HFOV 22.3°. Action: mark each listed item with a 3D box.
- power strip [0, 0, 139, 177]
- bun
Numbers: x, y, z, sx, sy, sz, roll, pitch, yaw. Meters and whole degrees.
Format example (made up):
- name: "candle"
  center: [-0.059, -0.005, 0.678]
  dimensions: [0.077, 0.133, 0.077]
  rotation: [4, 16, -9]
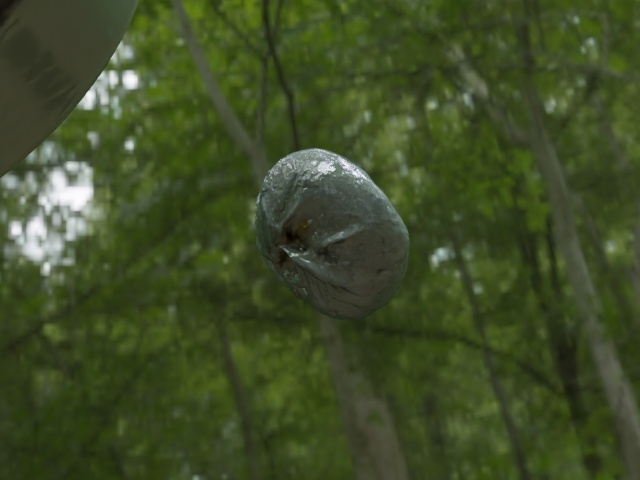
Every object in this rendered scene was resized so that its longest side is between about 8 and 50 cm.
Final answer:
- name: "power strip"
  center: [-0.280, -0.181, 0.968]
  dimensions: [0.357, 0.357, 0.161]
  rotation: [-23, -42, 14]
- name: "bun"
  center: [0.000, 0.000, 1.237]
  dimensions: [0.083, 0.141, 0.141]
  rotation: [-34, -36, -28]
